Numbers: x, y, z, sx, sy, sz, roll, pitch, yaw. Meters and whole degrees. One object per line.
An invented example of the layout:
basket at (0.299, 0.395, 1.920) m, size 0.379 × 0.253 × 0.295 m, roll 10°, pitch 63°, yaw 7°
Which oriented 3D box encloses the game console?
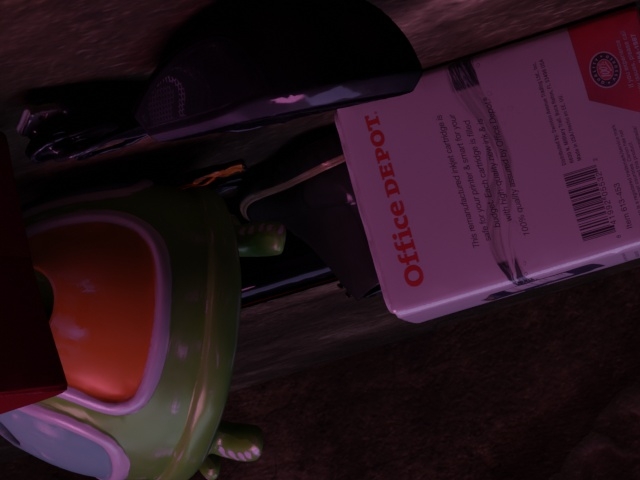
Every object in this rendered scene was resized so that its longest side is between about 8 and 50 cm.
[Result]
game console at (0.056, -0.005, 1.728) m, size 0.387 × 0.060 × 0.342 m, roll -18°, pitch 177°, yaw 9°

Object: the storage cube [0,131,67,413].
storage cube at (-0.299, 0.037, 1.127) m, size 0.215 × 0.183 × 0.193 m, roll -20°, pitch 170°, yaw 23°

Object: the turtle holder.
turtle holder at (-0.175, 0.059, 1.434) m, size 0.227 × 0.243 × 0.320 m, roll 6°, pitch -164°, yaw -16°

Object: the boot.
boot at (0.000, 0.000, 1.514) m, size 0.077 × 0.137 × 0.198 m, roll -23°, pitch 175°, yaw -21°

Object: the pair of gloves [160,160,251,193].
pair of gloves at (-0.094, -0.046, 1.506) m, size 0.074 × 0.010 × 0.083 m, roll -15°, pitch 172°, yaw -2°

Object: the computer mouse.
computer mouse at (-0.050, -0.103, 1.092) m, size 0.188 × 0.072 × 0.272 m, roll -11°, pitch -178°, yaw -36°

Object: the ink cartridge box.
ink cartridge box at (0.149, -0.052, 1.364) m, size 0.237 × 0.172 × 0.100 m, roll -17°, pitch 171°, yaw 10°
